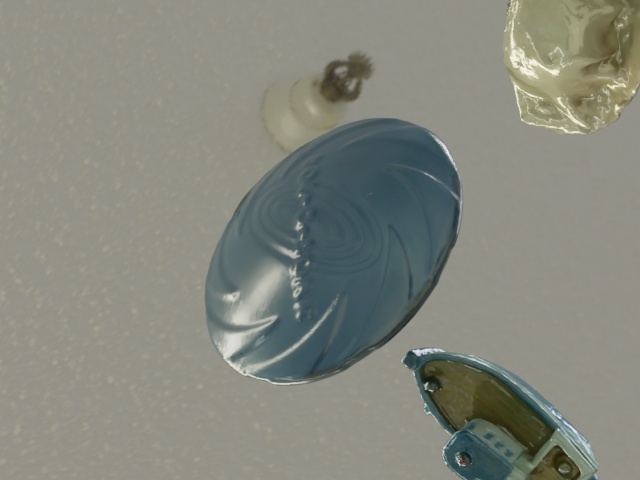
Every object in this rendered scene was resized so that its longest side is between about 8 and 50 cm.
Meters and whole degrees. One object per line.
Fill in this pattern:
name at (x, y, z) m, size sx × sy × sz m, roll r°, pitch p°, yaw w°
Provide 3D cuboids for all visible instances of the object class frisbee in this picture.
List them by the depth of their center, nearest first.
frisbee at (-0.003, -0.003, 1.091) m, size 0.049 × 0.290 × 0.289 m, roll 42°, pitch -122°, yaw -40°

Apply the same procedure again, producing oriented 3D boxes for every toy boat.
toy boat at (0.163, 0.178, 1.111) m, size 0.215 × 0.088 × 0.102 m, roll 42°, pitch -152°, yaw 13°

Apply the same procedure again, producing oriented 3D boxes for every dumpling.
dumpling at (0.102, -0.082, 0.459) m, size 0.057 × 0.052 × 0.076 m, roll 16°, pitch -92°, yaw 16°
